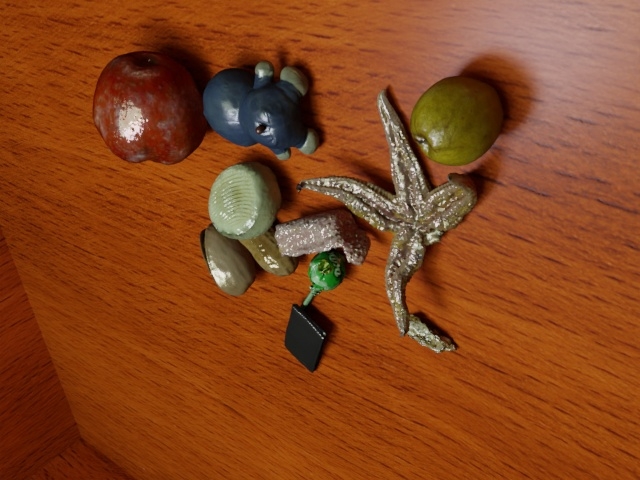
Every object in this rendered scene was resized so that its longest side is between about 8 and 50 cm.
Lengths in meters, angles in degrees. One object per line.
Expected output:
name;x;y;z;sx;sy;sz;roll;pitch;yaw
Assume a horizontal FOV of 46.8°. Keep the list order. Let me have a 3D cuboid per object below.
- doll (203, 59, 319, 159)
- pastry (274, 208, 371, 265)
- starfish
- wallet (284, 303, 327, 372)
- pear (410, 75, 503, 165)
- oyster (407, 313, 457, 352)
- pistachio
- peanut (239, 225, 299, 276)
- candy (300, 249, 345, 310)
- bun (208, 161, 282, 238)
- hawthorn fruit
doll;-0.140;-0.279;1.599;0.258;0.154;0.228;23;137;42
pastry;0.000;-0.013;1.669;0.265;0.102;0.112;4;110;42
starfish;0.153;-0.052;1.461;0.384;0.132;0.398;45;137;3
wallet;-0.046;0.267;1.980;0.124;0.025;0.244;43;152;18
pear;0.228;-0.201;1.256;0.149;0.162;0.149;39;149;29
oyster;0.242;0.213;1.666;0.132;0.029;0.086;45;148;6
pistachio;-0.251;0.050;1.969;0.129;0.131;0.206;-34;88;44
peanut;-0.144;0.004;1.847;0.226;0.095;0.108;44;158;15
candy;-0.013;0.123;1.835;0.097;0.097;0.323;45;150;10
bun;-0.172;-0.090;1.760;0.195;0.118;0.196;-4;83;36
hawthorn fruit;-0.404;-0.310;1.758;0.284;0.284;0.285;27;135;30
